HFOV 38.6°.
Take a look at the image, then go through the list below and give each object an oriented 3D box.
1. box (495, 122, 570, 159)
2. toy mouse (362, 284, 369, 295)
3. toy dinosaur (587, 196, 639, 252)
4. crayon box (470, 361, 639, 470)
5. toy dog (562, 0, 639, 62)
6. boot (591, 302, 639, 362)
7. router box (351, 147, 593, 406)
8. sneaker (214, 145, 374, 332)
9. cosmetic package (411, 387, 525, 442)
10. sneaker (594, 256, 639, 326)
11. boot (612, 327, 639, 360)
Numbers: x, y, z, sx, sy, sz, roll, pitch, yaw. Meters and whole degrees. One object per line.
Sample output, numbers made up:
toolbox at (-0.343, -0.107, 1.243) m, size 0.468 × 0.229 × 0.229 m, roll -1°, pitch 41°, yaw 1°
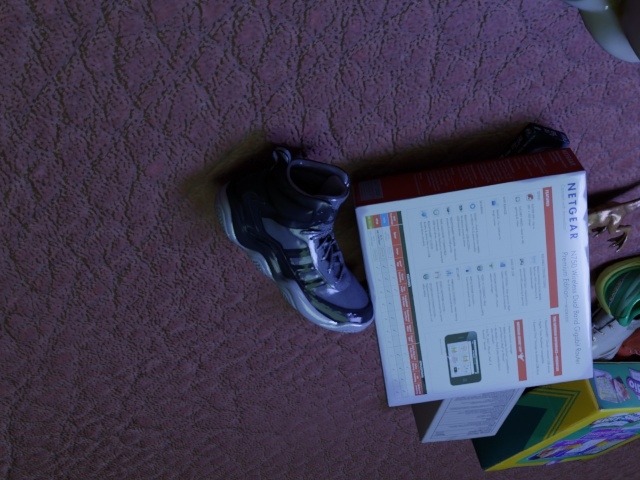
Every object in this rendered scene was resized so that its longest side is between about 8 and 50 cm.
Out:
box at (0.288, -0.120, 1.248) m, size 0.067 × 0.018 × 0.083 m, roll 13°, pitch 137°, yaw -30°
toy mouse at (0.063, 0.074, 1.417) m, size 0.161 × 0.031 × 0.143 m, roll 1°, pitch 141°, yaw -40°
toy dinosaur at (0.441, -0.040, 1.367) m, size 0.212 × 0.064 × 0.112 m, roll -18°, pitch 143°, yaw 6°
crayon box at (0.533, 0.349, 1.828) m, size 0.363 × 0.106 × 0.313 m, roll 6°, pitch 145°, yaw -38°
toy dog at (0.470, -0.204, 0.893) m, size 0.408 × 0.395 × 0.284 m, roll 30°, pitch 118°, yaw -33°
boot at (0.478, 0.163, 1.641) m, size 0.213 × 0.077 × 0.165 m, roll -1°, pitch 143°, yaw -25°
router box at (0.216, 0.060, 1.275) m, size 0.301 × 0.082 × 0.335 m, roll -8°, pitch 118°, yaw 3°
sneaker at (0.000, 0.000, 1.166) m, size 0.268 × 0.101 × 0.153 m, roll 44°, pitch 127°, yaw -12°
cosmetic package at (0.277, 0.244, 1.659) m, size 0.160 × 0.113 × 0.309 m, roll -3°, pitch 144°, yaw -14°
sneaker at (0.613, 0.071, 1.517) m, size 0.296 × 0.123 × 0.109 m, roll -20°, pitch 144°, yaw 10°
boot at (0.599, 0.198, 1.721) m, size 0.059 × 0.084 × 0.158 m, roll 3°, pitch 143°, yaw -24°
